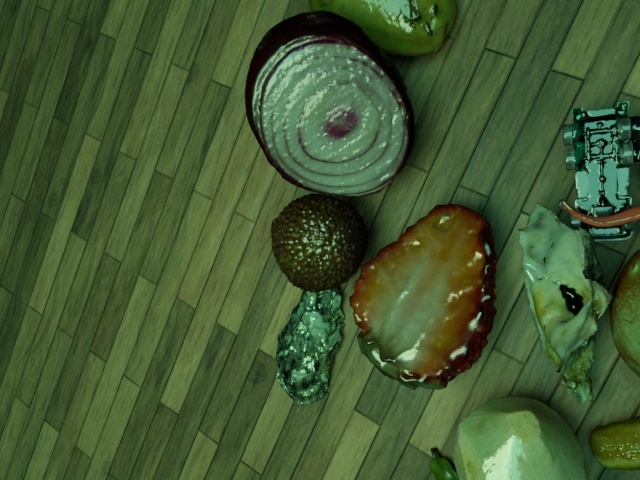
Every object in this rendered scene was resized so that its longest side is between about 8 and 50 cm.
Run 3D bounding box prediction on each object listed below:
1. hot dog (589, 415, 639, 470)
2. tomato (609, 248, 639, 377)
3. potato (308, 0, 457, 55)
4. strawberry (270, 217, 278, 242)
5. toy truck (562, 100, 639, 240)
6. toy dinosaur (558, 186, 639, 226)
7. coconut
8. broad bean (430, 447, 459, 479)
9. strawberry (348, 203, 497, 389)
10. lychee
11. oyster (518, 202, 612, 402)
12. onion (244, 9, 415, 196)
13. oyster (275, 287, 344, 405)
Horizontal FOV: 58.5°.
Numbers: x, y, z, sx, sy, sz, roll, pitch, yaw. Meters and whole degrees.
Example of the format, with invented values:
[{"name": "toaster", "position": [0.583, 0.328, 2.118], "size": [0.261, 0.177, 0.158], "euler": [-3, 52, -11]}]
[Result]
[{"name": "hot dog", "position": [0.557, 0.306, 0.877], "size": [0.285, 0.061, 0.088], "euler": [-27, 53, 49]}, {"name": "tomato", "position": [0.560, 0.125, 0.822], "size": [0.269, 0.223, 0.270], "euler": [-5, 48, 5]}, {"name": "potato", "position": [0.108, -0.455, 1.079], "size": [0.300, 0.140, 0.173], "euler": [27, 107, 21]}, {"name": "strawberry", "position": [-0.059, -0.007, 1.180], "size": [0.106, 0.106, 0.106], "euler": [0, 90, 24]}, {"name": "toy truck", "position": [0.463, -0.111, 0.940], "size": [0.110, 0.116, 0.216], "euler": [-3, 96, 25]}, {"name": "toy dinosaur", "position": [0.504, -0.043, 0.804], "size": [0.285, 0.139, 0.070], "euler": [-1, 99, -2]}, {"name": "coconut", "position": [0.326, 0.368, 0.930], "size": [0.197, 0.237, 0.237], "euler": [-3, 89, 1]}, {"name": "broad bean", "position": [0.266, 0.482, 1.055], "size": [0.048, 0.070, 0.214], "euler": [-39, 65, 2]}, {"name": "strawberry", "position": [0.211, 0.104, 1.041], "size": [0.265, 0.149, 0.336], "euler": [29, 91, 39]}, {"name": "lychee", "position": [0.000, -0.002, 1.064], "size": [0.194, 0.194, 0.195], "euler": [0, 90, 24]}, {"name": "oyster", "position": [0.407, 0.095, 0.932], "size": [0.100, 0.271, 0.275], "euler": [-10, 54, 4]}, {"name": "onion", "position": [0.011, -0.250, 1.059], "size": [0.282, 0.260, 0.336], "euler": [-42, 114, 16]}, {"name": "oyster", "position": [-0.020, 0.212, 1.181], "size": [0.252, 0.087, 0.199], "euler": [-46, 69, 29]}]
